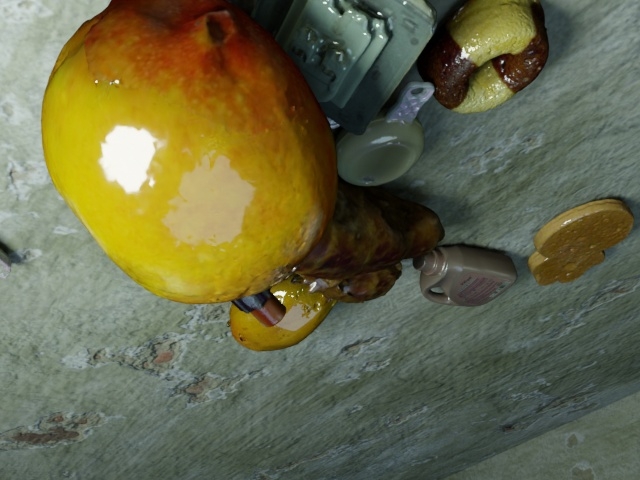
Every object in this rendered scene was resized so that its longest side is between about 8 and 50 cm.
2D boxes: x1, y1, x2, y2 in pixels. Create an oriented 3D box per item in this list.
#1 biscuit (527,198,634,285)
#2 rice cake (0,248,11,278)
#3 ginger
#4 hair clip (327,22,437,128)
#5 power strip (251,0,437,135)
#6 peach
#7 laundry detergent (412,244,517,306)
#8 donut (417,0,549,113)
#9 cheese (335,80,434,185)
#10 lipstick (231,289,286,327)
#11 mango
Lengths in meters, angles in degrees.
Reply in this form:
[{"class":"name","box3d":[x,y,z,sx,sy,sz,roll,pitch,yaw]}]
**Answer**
[{"class":"biscuit","box3d":[0.536,0.006,1.484,0.201,0.044,0.289,-9,149,-5]},{"class":"rice cake","box3d":[-0.532,-0.005,1.074,0.036,0.047,0.207,-20,149,0]},{"class":"ginger","box3d":[0.000,0.000,1.159,0.418,0.176,0.254,14,134,-44]},{"class":"hair clip","box3d":[0.046,-0.238,0.908,0.146,0.075,0.257,11,147,-29]},{"class":"power strip","box3d":[0.007,-0.227,0.827,0.198,0.065,0.213,30,139,-3]},{"class":"peach","box3d":[-0.152,-0.103,0.815,0.289,0.372,0.373,-36,154,-21]},{"class":"laundry detergent","box3d":[0.272,0.079,1.469,0.237,0.076,0.171,9,142,-30]},{"class":"donut","box3d":[0.224,-0.245,0.955,0.184,0.073,0.166,-34,145,32]},{"class":"cheese","box3d":[0.100,-0.157,1.028,0.137,0.065,0.227,-2,154,-22]},{"class":"lipstick","box3d":[-0.153,0.033,1.088,0.081,0.081,0.300,-26,125,19]},{"class":"mango","box3d":[-0.068,0.127,1.377,0.248,0.151,0.156,-34,174,19]}]
